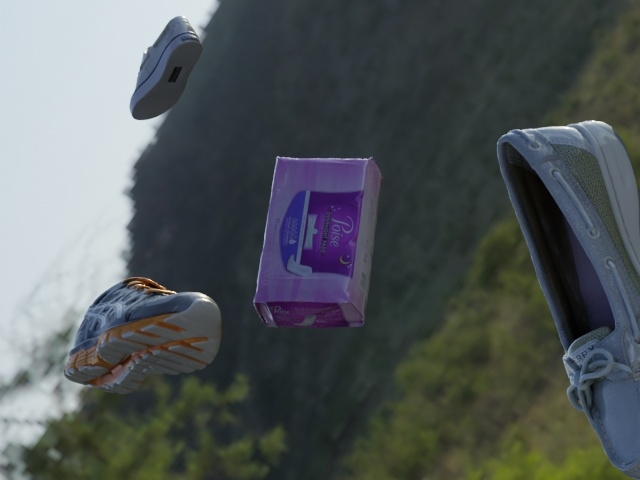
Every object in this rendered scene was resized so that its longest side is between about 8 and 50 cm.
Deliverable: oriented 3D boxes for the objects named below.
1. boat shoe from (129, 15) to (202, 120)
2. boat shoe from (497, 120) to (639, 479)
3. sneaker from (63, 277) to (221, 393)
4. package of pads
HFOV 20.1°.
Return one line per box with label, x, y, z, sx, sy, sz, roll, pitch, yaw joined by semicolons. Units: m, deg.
boat shoe;-0.121;-0.132;1.374;0.035;0.035;0.100;-3;-33;-30
boat shoe;0.231;0.052;1.539;0.103;0.320;0.118;-5;-13;-25
sneaker;-0.148;0.067;1.487;0.215;0.084;0.083;-21;52;53
package of pads;0.000;0.000;0.844;0.032;0.050;0.083;67;-153;-58
